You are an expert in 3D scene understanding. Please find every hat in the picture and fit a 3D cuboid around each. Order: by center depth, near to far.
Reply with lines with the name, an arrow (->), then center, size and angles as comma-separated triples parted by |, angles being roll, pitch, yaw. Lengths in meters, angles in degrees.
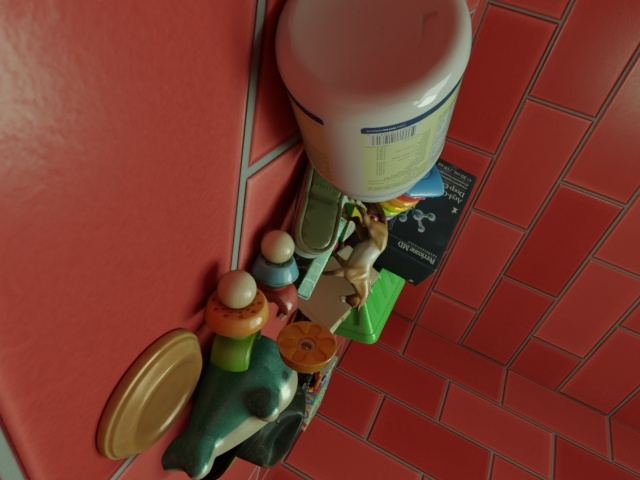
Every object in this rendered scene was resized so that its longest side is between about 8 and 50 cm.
hat -> -0.119, 0.386, 0.979 | 0.331, 0.134, 0.331 | -47, -168, 14

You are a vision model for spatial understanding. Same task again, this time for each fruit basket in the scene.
fruit basket -> 0.142, 0.246, 1.747 | 0.392, 0.282, 0.393 | -36, 131, -55

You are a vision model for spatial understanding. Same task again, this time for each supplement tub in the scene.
supplement tub -> 0.076, -0.205, 0.669 | 0.236, 0.235, 0.325 | -63, 167, -11

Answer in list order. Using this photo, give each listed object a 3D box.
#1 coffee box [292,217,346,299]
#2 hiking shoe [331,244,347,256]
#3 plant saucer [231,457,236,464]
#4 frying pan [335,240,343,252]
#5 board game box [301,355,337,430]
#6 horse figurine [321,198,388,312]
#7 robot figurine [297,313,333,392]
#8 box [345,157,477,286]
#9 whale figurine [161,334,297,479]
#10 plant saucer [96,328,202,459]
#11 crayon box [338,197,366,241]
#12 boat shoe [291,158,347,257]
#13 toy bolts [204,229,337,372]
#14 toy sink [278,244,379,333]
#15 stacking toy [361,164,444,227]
coffee box -> -0.027, 0.023, 0.970 | 0.040, 0.113, 0.184 | 30, 84, -34
hiking shoe -> 0.041, 0.086, 1.429 | 0.227, 0.086, 0.114 | -55, 157, -69
plant saucer -> -0.218, 0.500, 1.220 | 0.241, 0.037, 0.241 | -60, 167, -24
frying pan -> 0.087, -0.052, 1.392 | 0.326, 0.053, 0.197 | -67, 168, 13
board game box -> -0.059, 0.527, 1.654 | 0.142, 0.144, 0.275 | -45, 155, -54
horse figurine -> 0.082, 0.014, 1.035 | 0.263, 0.174, 0.066 | -63, -166, -6
robot figurine -> -0.028, 0.312, 1.352 | 0.211, 0.085, 0.291 | -170, -84, -71
box -> 0.313, -0.095, 1.594 | 0.396, 0.293, 0.212 | -61, 177, -20
whale figurine -> -0.163, 0.268, 0.785 | 0.272, 0.216, 0.141 | -42, 114, -45
plant saucer -> -0.235, 0.227, 0.665 | 0.200, 0.037, 0.200 | -59, 165, -26
crayon box -> 0.090, -0.154, 1.155 | 0.165, 0.081, 0.279 | -41, 152, -61
boat shoe -> 0.007, -0.112, 0.887 | 0.303, 0.113, 0.103 | -68, -165, -16
toy bolts -> -0.068, 0.091, 0.773 | 0.229, 0.218, 0.159 | -78, 177, -57
toy sink -> 0.027, 0.148, 1.186 | 0.234, 0.131, 0.153 | -49, 173, 18
stacking toy -> 0.192, -0.123, 1.321 | 0.165, 0.175, 0.302 | -4, 151, -32
